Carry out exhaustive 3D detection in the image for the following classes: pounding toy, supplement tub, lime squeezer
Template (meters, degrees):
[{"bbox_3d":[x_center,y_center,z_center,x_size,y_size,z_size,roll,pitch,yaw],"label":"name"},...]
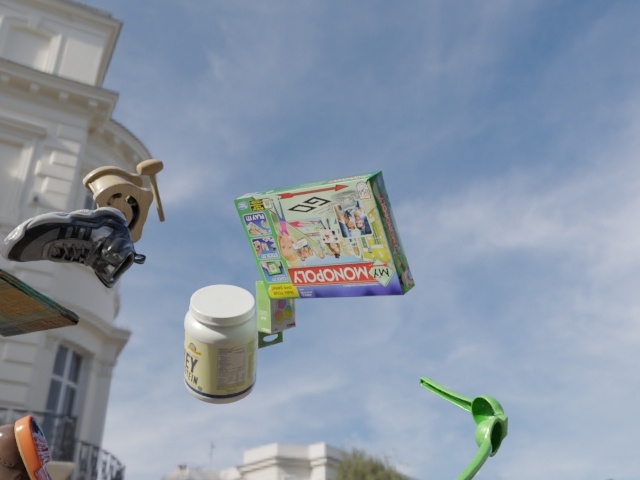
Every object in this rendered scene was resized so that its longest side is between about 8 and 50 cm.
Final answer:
[{"bbox_3d":[-0.478,-0.076,1.745,0.154,0.155,0.269,-6,-48,-42],"label":"pounding toy"},{"bbox_3d":[-0.315,0.329,2.312,0.236,0.235,0.324,2,-64,-6],"label":"supplement tub"},{"bbox_3d":[0.222,0.266,1.055,0.110,0.310,0.058,15,-75,-4],"label":"lime squeezer"}]

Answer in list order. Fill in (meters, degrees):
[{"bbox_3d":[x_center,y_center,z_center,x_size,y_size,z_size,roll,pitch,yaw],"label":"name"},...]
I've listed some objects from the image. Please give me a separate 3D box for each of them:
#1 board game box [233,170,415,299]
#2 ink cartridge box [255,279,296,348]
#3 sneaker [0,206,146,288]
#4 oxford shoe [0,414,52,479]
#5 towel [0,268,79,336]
[{"bbox_3d":[0.000,0.000,1.309,0.317,0.046,0.213,-6,-72,40],"label":"board game box"},{"bbox_3d":[-0.132,0.217,2.160,0.062,0.209,0.109,6,11,41],"label":"ink cartridge box"},{"bbox_3d":[-0.472,0.022,1.424,0.269,0.153,0.101,-16,-33,-47],"label":"sneaker"},{"bbox_3d":[-0.467,0.424,1.152,0.099,0.271,0.097,-18,-12,-11],"label":"oxford shoe"},{"bbox_3d":[-0.786,0.124,1.698,0.272,0.040,0.370,-10,-35,25],"label":"towel"}]
